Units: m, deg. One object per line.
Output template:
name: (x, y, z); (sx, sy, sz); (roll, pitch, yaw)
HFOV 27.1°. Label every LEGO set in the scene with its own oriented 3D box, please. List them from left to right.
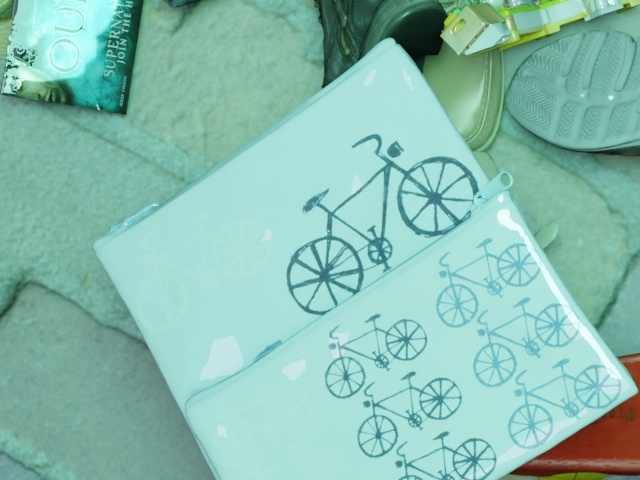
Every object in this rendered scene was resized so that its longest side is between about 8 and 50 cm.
LEGO set: (0.198, -0.240, 1.188); (0.287, 0.132, 0.107); (-20, 93, -25)

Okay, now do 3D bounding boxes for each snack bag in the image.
snack bag: (0.017, 0.053, 1.011); (0.323, 0.037, 0.342); (-34, 74, 14)

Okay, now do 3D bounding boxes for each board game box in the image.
board game box: (-0.240, -0.226, 1.310); (0.126, 0.026, 0.186); (8, 95, -14)

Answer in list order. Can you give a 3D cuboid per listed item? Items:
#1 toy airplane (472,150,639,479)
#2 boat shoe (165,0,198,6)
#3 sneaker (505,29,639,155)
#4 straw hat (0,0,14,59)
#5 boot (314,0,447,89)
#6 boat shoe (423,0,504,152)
toy airplane: (0.160, 0.169, 1.171); (0.384, 0.272, 0.386); (43, 65, -8)
boat shoe: (-0.174, -0.366, 1.263); (0.102, 0.108, 0.301); (-26, 96, -21)
sneaker: (0.332, -0.093, 1.207); (0.321, 0.180, 0.125); (14, 74, 40)
straw hat: (-0.333, -0.251, 1.326); (0.144, 0.061, 0.144); (1, 94, 9)
boot: (0.018, -0.223, 1.248); (0.091, 0.263, 0.229); (-12, 59, -30)
boat shoe: (0.111, -0.227, 1.241); (0.109, 0.098, 0.302); (-5, 92, 9)
